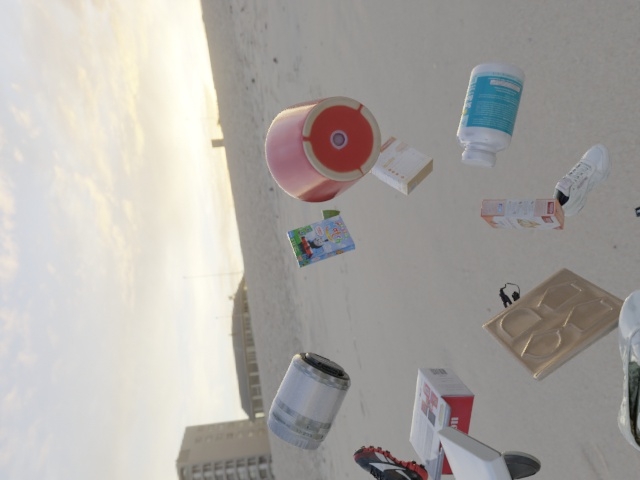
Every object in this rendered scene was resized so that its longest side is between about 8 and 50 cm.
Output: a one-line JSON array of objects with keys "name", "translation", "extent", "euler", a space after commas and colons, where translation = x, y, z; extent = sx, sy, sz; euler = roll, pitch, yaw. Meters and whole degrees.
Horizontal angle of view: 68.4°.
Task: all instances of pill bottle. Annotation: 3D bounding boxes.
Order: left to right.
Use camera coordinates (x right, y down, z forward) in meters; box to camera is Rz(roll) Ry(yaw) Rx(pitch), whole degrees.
[{"name": "pill bottle", "translation": [0.462, -0.339, 1.297], "extent": [0.146, 0.147, 0.263], "euler": [-172, 95, -85]}]

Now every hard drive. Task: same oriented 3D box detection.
[{"name": "hard drive", "translation": [0.347, 0.548, 0.941], "extent": [0.203, 0.040, 0.307], "euler": [154, 96, -75]}]

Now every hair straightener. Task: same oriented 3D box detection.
[{"name": "hair straightener", "translation": [0.674, 0.235, 1.604], "extent": [0.047, 0.089, 0.230], "euler": [38, -146, -35]}]

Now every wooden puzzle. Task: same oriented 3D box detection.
[{"name": "wooden puzzle", "translation": [0.687, 0.245, 1.381], "extent": [0.080, 0.322, 0.348], "euler": [53, -176, -15]}]

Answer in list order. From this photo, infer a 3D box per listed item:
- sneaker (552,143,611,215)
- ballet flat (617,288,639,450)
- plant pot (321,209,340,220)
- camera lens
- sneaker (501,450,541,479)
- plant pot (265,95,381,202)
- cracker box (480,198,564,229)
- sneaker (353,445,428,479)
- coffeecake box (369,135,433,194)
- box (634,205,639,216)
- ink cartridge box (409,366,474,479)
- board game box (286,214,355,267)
[{"name": "sneaker", "translation": [1.009, -0.231, 1.829], "extent": [0.114, 0.152, 0.304], "euler": [48, 125, 48]}, {"name": "ballet flat", "translation": [0.781, 0.317, 1.109], "extent": [0.139, 0.139, 0.399], "euler": [-118, 26, -79]}, {"name": "plant pot", "translation": [0.043, -0.085, 2.006], "extent": [0.083, 0.084, 0.079], "euler": [119, 153, -82]}, {"name": "camera lens", "translation": [-0.037, 0.543, 1.628], "extent": [0.219, 0.220, 0.274], "euler": [169, 126, -86]}, {"name": "sneaker", "translation": [0.473, 0.637, 1.241], "extent": [0.083, 0.222, 0.118], "euler": [49, -143, -14]}, {"name": "plant pot", "translation": [0.014, -0.235, 1.180], "extent": [0.243, 0.275, 0.274], "euler": [-171, 75, -73]}, {"name": "cracker box", "translation": [0.677, -0.087, 1.577], "extent": [0.156, 0.233, 0.067], "euler": [23, -107, -52]}, {"name": "sneaker", "translation": [0.238, 0.834, 1.685], "extent": [0.135, 0.276, 0.097], "euler": [-50, -33, -50]}, {"name": "coffeecake box", "translation": [0.274, -0.263, 1.643], "extent": [0.186, 0.142, 0.068], "euler": [37, 161, 28]}, {"name": "box", "translation": [1.313, -0.124, 1.736], "extent": [0.191, 0.184, 0.045], "euler": [142, 131, -68]}, {"name": "ink cartridge box", "translation": [0.434, 0.650, 1.659], "extent": [0.272, 0.130, 0.309], "euler": [-126, 40, -74]}, {"name": "board game box", "translation": [0.000, 0.000, 1.717], "extent": [0.039, 0.212, 0.160], "euler": [79, 170, -48]}]
